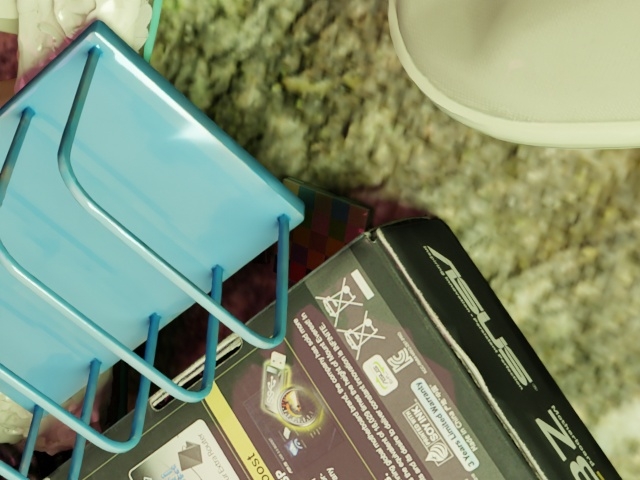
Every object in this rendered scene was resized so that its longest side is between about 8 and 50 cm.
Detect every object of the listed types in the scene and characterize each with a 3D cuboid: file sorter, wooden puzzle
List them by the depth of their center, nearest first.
[{"bbox_3d":[-0.107,0.025,0.504,0.170,0.104,0.118,-37,118,23],"label":"file sorter"},{"bbox_3d":[0.000,0.000,0.599,0.083,0.006,0.049,23,117,31],"label":"wooden puzzle"}]

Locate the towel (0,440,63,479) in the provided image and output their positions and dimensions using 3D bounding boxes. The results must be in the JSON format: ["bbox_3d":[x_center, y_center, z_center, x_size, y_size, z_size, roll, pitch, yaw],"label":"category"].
[{"bbox_3d":[-0.283,0.207,0.831,0.324,0.056,0.312,3,109,31],"label":"towel"}]

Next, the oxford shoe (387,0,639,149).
[{"bbox_3d":[0.185,-0.143,0.304,0.449,0.130,0.169,-17,73,39],"label":"oxford shoe"}]

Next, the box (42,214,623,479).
[{"bbox_3d":[0.029,0.237,0.544,0.318,0.097,0.395,-39,80,20],"label":"box"}]

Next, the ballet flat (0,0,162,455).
[{"bbox_3d":[-0.132,-0.068,0.576,0.147,0.147,0.409,28,121,29],"label":"ballet flat"}]
